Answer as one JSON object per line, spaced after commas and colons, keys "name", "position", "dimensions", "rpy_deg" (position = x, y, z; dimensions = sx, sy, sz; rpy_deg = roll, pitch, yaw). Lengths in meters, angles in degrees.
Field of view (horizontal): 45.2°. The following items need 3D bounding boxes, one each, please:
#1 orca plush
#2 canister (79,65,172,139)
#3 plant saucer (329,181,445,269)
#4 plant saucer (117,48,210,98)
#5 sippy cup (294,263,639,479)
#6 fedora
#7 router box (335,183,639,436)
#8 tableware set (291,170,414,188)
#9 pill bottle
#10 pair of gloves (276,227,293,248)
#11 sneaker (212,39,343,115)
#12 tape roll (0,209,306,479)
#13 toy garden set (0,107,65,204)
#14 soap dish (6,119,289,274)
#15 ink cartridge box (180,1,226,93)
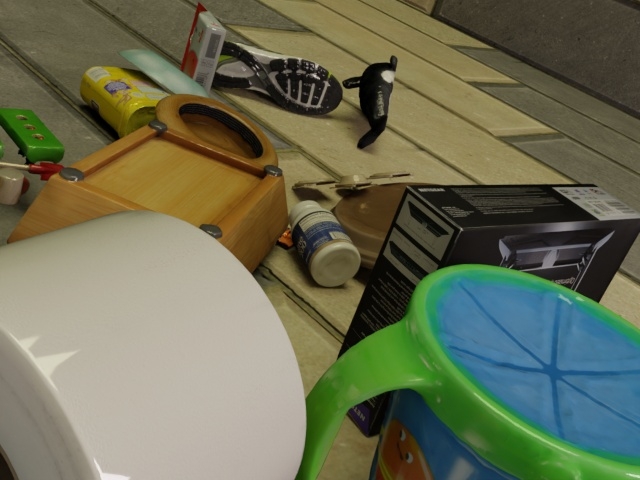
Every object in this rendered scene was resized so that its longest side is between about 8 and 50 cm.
{"name": "orca plush", "position": [0.089, -0.286, 1.552], "dimensions": [0.102, 0.151, 0.287], "rpy_deg": [11, 49, 2]}
{"name": "canister", "position": [-0.286, -0.209, 1.202], "dimensions": [0.126, 0.073, 0.170], "rpy_deg": [-5, 34, -42]}
{"name": "plant saucer", "position": [0.138, -0.026, 1.090], "dimensions": [0.277, 0.041, 0.278], "rpy_deg": [0, 23, 0]}
{"name": "plant saucer", "position": [-0.248, -0.271, 1.290], "dimensions": [0.195, 0.037, 0.195], "rpy_deg": [34, 4, -2]}
{"name": "sippy cup", "position": [0.141, 0.173, 0.595], "dimensions": [0.305, 0.224, 0.240], "rpy_deg": [25, 28, 11]}
{"name": "fedora", "position": [-0.159, -0.134, 1.121], "dimensions": [0.194, 0.079, 0.194], "rpy_deg": [24, 32, -16]}
{"name": "router box", "position": [0.179, 0.063, 0.810], "dimensions": [0.308, 0.243, 0.081], "rpy_deg": [-3, 34, -39]}
{"name": "tableware set", "position": [0.050, -0.091, 1.194], "dimensions": [0.168, 0.020, 0.141], "rpy_deg": [-8, 4, -40]}
{"name": "pill bottle", "position": [0.000, 0.000, 0.999], "dimensions": [0.067, 0.067, 0.120], "rpy_deg": [4, 33, -28]}
{"name": "pair of gloves", "position": [-0.057, -0.018, 1.063], "dimensions": [0.083, 0.010, 0.074], "rpy_deg": [29, 28, 20]}
{"name": "sneaker", "position": [-0.096, -0.340, 1.547], "dimensions": [0.299, 0.111, 0.121], "rpy_deg": [19, 21, -8]}
{"name": "tape roll", "position": [-0.154, 0.116, 0.481], "dimensions": [0.246, 0.246, 0.169], "rpy_deg": [31, 28, 22]}
{"name": "toy garden set", "position": [-0.391, -0.081, 0.805], "dimensions": [0.244, 0.049, 0.204], "rpy_deg": [-4, 34, -42]}
{"name": "soap dish", "position": [-0.173, -0.030, 0.888], "dimensions": [0.228, 0.118, 0.291], "rpy_deg": [22, 25, 5]}
{"name": "ink cartridge box", "position": [-0.237, -0.357, 1.433], "dimensions": [0.045, 0.145, 0.179], "rpy_deg": [4, 30, -32]}
